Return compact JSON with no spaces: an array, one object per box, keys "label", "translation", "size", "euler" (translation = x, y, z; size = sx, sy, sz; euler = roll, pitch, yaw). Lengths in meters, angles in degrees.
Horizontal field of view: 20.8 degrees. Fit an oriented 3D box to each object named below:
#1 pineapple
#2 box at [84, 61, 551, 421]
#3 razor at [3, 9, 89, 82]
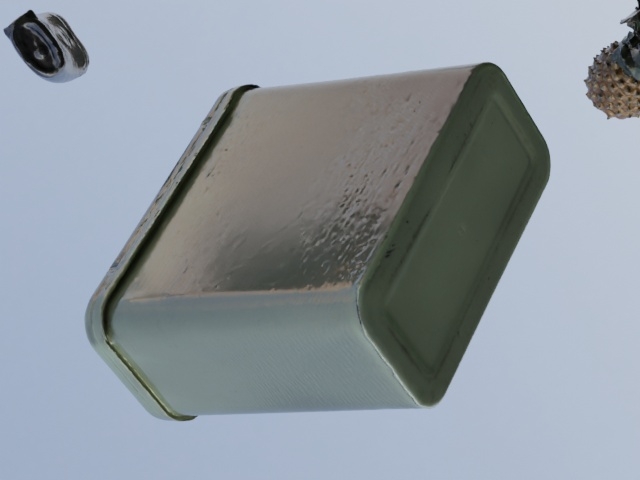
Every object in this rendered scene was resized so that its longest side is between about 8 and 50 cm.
[{"label":"pineapple","translation":[0.448,-0.272,2.469],"size":[0.130,0.277,0.119],"euler":[-33,-109,-19]},{"label":"box","translation":[0.000,0.000,1.684],"size":[0.177,0.344,0.352],"euler":[53,-130,-31]},{"label":"razor","translation":[-0.323,-0.228,2.062],"size":[0.090,0.054,0.148],"euler":[52,-172,-3]}]
